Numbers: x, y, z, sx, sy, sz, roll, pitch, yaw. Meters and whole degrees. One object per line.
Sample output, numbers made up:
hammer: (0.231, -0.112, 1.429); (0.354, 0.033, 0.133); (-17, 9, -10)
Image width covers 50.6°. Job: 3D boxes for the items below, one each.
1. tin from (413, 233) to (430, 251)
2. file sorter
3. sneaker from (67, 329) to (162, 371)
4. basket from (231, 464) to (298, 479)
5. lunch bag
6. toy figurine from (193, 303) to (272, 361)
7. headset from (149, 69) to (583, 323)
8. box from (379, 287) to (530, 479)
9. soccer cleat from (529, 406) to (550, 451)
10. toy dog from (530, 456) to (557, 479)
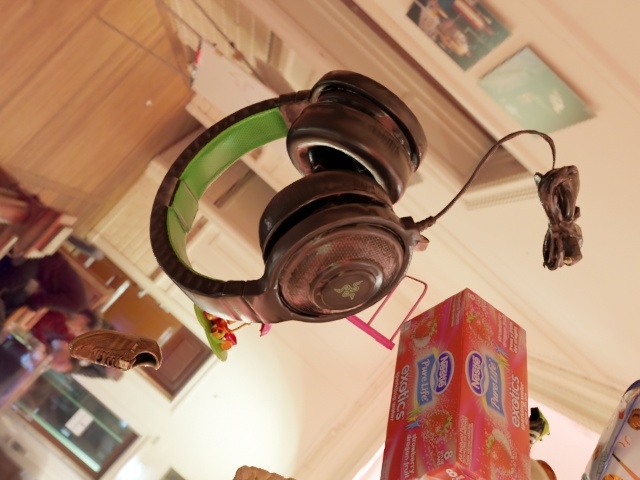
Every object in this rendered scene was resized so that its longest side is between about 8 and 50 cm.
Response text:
tin: (0.249, -0.004, 2.036); (0.189, 0.106, 0.040); (2, 118, -45)
file sorter: (0.075, 0.084, 1.585); (0.182, 0.290, 0.202); (-55, -167, -3)
sneaker: (-0.407, 0.226, 1.363); (0.071, 0.188, 0.066); (52, -53, 43)
basket: (-0.044, 0.597, 1.105); (0.331, 0.328, 0.266); (-81, -170, -59)
lunch bag: (0.606, 0.414, 1.178); (0.303, 0.243, 0.115); (-69, 166, 8)
toy figurine: (-0.187, 0.180, 1.582); (0.159, 0.173, 0.130); (-23, -147, 4)
headset: (0.035, -0.027, 0.638); (0.394, 0.185, 0.243); (-3, -126, 23)
box: (0.170, 0.203, 0.839); (0.128, 0.122, 0.257); (-38, -155, 39)
soccer cleat: (0.428, 0.426, 1.451); (0.179, 0.072, 0.060); (-32, -174, -38)
toy dog: (0.464, 0.716, 1.619); (0.395, 0.284, 0.408); (102, -11, -50)
